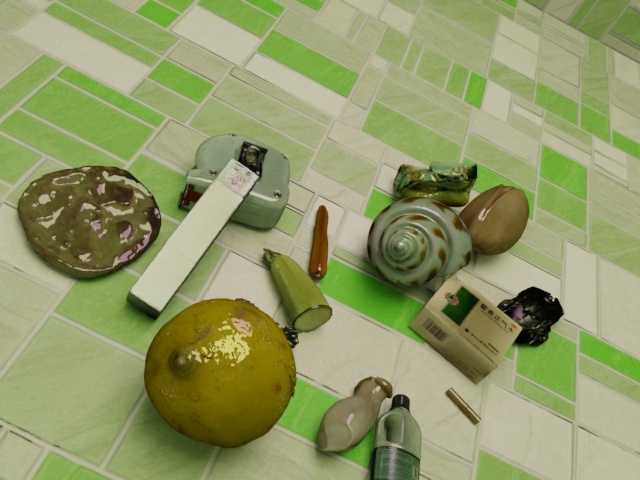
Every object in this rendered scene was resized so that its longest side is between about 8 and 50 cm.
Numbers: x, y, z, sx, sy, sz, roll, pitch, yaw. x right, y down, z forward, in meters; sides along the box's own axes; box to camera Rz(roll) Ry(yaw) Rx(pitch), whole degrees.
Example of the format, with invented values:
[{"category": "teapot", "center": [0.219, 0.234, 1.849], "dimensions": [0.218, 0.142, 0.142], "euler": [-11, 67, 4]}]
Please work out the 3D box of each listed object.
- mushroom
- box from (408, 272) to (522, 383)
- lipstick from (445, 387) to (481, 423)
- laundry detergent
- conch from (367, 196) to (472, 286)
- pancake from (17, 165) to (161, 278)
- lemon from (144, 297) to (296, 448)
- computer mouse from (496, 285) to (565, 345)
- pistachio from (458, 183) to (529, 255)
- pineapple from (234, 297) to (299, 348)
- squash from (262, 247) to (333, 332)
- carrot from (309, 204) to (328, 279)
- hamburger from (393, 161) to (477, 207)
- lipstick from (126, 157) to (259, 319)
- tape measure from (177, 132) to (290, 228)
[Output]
[{"category": "mushroom", "center": [0.068, 0.341, 1.372], "dimensions": [0.088, 0.096, 0.212], "euler": [35, 43, 19]}, {"category": "box", "center": [0.342, 0.202, 1.643], "dimensions": [0.212, 0.095, 0.168], "euler": [40, 42, 9]}, {"category": "lipstick", "center": [0.315, 0.363, 1.537], "dimensions": [0.094, 0.019, 0.019], "euler": [46, 46, 16]}, {"category": "laundry detergent", "center": [0.152, 0.405, 1.377], "dimensions": [0.099, 0.070, 0.225], "euler": [17, 46, -6]}, {"category": "conch", "center": [0.236, 0.005, 1.667], "dimensions": [0.250, 0.197, 0.368], "euler": [10, 30, 13]}, {"category": "pancake", "center": [-0.480, -0.048, 1.465], "dimensions": [0.295, 0.049, 0.294], "euler": [13, 50, -16]}, {"category": "lemon", "center": [-0.172, 0.228, 1.212], "dimensions": [0.258, 0.310, 0.257], "euler": [-5, 67, 11]}, {"category": "computer mouse", "center": [0.541, 0.184, 1.776], "dimensions": [0.242, 0.077, 0.146], "euler": [-27, 69, -41]}, {"category": "pistachio", "center": [0.464, -0.055, 1.875], "dimensions": [0.162, 0.181, 0.293], "euler": [27, 37, 30]}, {"category": "pineapple", "center": [-0.118, 0.179, 1.444], "dimensions": [0.159, 0.074, 0.074], "euler": [30, 44, -11]}, {"category": "squash", "center": [-0.068, 0.095, 1.538], "dimensions": [0.094, 0.094, 0.224], "euler": [-11, 51, -34]}, {"category": "carrot", "center": [0.000, 0.000, 1.680], "dimensions": [0.043, 0.043, 0.247], "euler": [18, 44, -13]}, {"category": "hamburger", "center": [0.317, -0.148, 1.875], "dimensions": [0.214, 0.125, 0.235], "euler": [-8, 17, -30]}, {"category": "lipstick", "center": [-0.260, -0.009, 1.447], "dimensions": [0.080, 0.076, 0.371], "euler": [35, 62, -6]}, {"category": "tape measure", "center": [-0.194, -0.149, 1.650], "dimensions": [0.243, 0.125, 0.246], "euler": [16, 47, -15]}]
